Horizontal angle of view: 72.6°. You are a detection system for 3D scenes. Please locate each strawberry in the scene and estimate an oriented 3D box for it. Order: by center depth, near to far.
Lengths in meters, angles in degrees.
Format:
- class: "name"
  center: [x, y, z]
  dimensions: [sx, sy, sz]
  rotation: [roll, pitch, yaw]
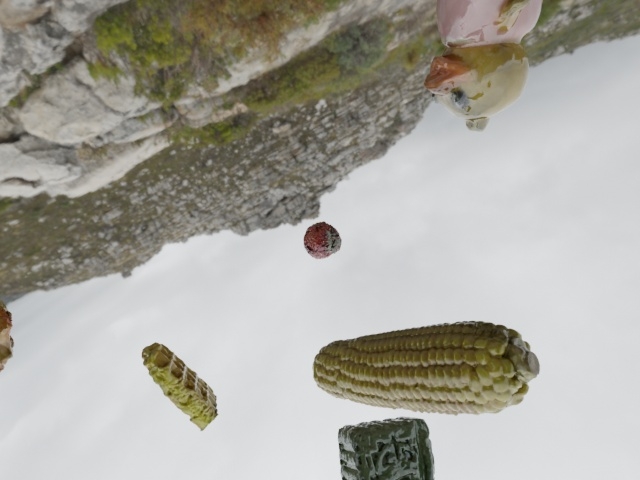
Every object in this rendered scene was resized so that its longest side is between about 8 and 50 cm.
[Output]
- class: "strawberry"
  center: [0.000, 0.000, 0.944]
  dimensions: [0.083, 0.083, 0.096]
  rotation: [-38, -165, -33]

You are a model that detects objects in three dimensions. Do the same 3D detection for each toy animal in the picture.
- class: "toy animal"
  center: [0.246, -0.309, 0.667]
  dimensions: [0.168, 0.282, 0.195]
  rotation: [-5, -154, -16]

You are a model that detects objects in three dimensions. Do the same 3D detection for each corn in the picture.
- class: "corn"
  center: [0.126, 0.185, 0.626]
  dimensions: [0.363, 0.121, 0.120]
  rotation: [-22, -166, 47]

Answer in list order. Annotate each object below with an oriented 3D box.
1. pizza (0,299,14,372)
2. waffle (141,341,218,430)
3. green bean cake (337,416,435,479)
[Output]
- class: "pizza"
  center: [-0.370, 0.041, 0.384]
  dimensions: [0.287, 0.252, 0.074]
  rotation: [-21, 168, 21]
- class: "waffle"
  center: [-0.321, 0.315, 0.987]
  dimensions: [0.055, 0.211, 0.160]
  rotation: [-43, -172, -13]
- class: "green bean cake"
  center: [0.183, 0.602, 1.151]
  dimensions: [0.254, 0.241, 0.132]
  rotation: [3, 159, -21]
